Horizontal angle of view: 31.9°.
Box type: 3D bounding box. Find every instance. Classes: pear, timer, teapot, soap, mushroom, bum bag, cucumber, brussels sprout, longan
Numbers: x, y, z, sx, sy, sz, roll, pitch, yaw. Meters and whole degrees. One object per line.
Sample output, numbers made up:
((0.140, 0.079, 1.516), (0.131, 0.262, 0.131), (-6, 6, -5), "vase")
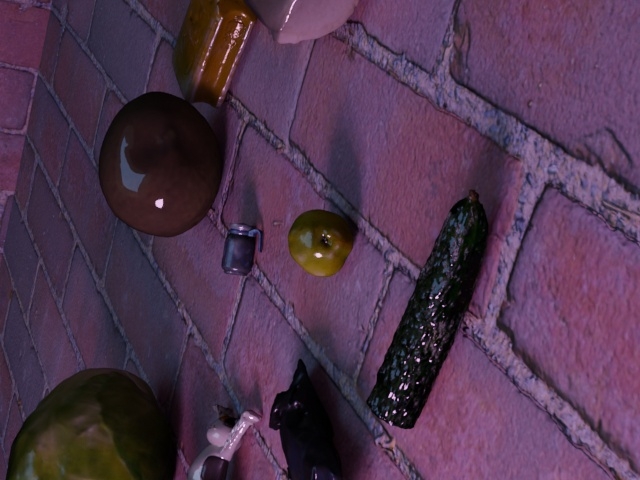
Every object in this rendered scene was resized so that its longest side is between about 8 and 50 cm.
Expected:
((0.000, 0.000, 1.487), (0.097, 0.092, 0.092), (-34, 54, 57), "pear")
((-0.175, 0.381, 1.716), (0.175, 0.175, 0.266), (-7, 59, 63), "timer")
((-0.126, 0.014, 1.769), (0.063, 0.049, 0.083), (9, 92, 63), "teapot")
((-0.175, -0.376, 1.924), (0.257, 0.080, 0.160), (-64, 33, 34), "soap")
((-0.054, -0.390, 1.631), (0.407, 0.137, 0.154), (-133, 43, -60), "mushroom")
((-0.013, 0.277, 1.457), (0.310, 0.074, 0.137), (-117, 30, -56), "bum bag")
((0.128, 0.077, 1.241), (0.067, 0.067, 0.294), (54, 130, 53), "cucumber")
((-0.395, 0.387, 1.972), (0.355, 0.281, 0.289), (-86, -11, -50), "brussels sprout")
((-0.275, -0.131, 1.915), (0.246, 0.215, 0.246), (30, 131, 42), "longan")
